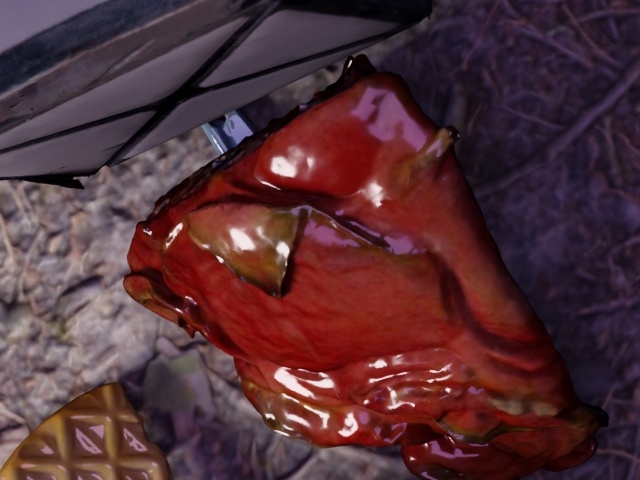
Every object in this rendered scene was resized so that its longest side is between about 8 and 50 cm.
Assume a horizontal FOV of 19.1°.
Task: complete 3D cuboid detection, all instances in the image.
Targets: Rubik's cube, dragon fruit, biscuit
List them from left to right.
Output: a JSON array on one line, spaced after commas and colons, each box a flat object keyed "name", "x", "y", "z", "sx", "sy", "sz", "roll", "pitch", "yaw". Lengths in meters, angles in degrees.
[{"name": "Rubik's cube", "x": -0.150, "y": -0.225, "z": 1.222, "sx": 0.310, "sy": 0.305, "sz": 0.307, "roll": -25, "pitch": 84, "yaw": 21}, {"name": "biscuit", "x": -0.140, "y": 0.271, "z": 1.350, "sx": 0.204, "sy": 0.040, "sz": 0.309, "roll": -32, "pitch": 85, "yaw": -16}, {"name": "dragon fruit", "x": 0.026, "y": 0.068, "z": 1.241, "sx": 0.228, "sy": 0.286, "sz": 0.329, "roll": -31, "pitch": 96, "yaw": -4}]

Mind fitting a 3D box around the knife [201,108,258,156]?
[{"name": "knife", "x": 0.000, "y": 0.000, "z": 1.372, "sx": 0.044, "sy": 0.019, "sz": 0.313, "roll": -37, "pitch": 87, "yaw": 6}]
